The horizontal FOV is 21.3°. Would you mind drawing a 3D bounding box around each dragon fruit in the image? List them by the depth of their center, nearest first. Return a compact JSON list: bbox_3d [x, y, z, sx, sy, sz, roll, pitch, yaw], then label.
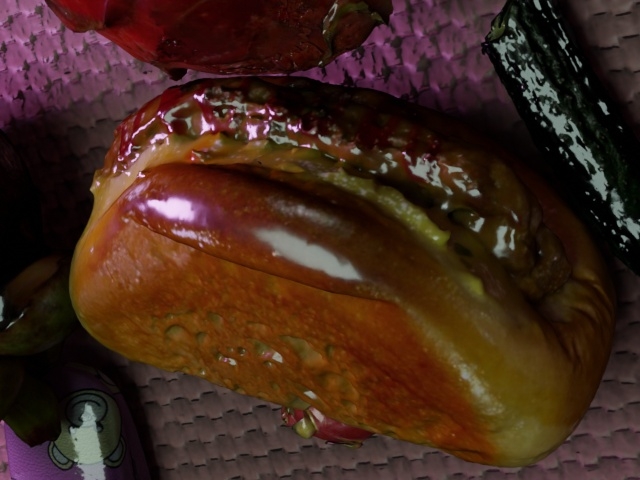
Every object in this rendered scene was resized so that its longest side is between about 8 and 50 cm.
[{"bbox_3d":[-0.073,-0.245,1.091,0.295,0.295,0.302,-9,139,31],"label":"dragon fruit"},{"bbox_3d":[0.027,0.115,1.302,0.116,0.081,0.086,-1,105,-2],"label":"dragon fruit"}]

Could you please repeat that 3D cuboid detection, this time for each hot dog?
[{"bbox_3d":[0.001,-0.001,1.178,0.405,0.185,0.223,14,142,24],"label":"hot dog"}]

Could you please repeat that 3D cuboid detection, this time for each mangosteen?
[{"bbox_3d":[-0.335,0.038,1.351,0.347,0.307,0.307,41,123,-1],"label":"mangosteen"}]

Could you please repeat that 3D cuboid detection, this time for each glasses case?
[{"bbox_3d":[-0.197,0.256,1.478,0.123,0.076,0.316,-1,107,30],"label":"glasses case"}]

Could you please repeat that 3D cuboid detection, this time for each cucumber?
[{"bbox_3d":[0.185,-0.062,1.156,0.067,0.067,0.245,-31,89,34],"label":"cucumber"}]
